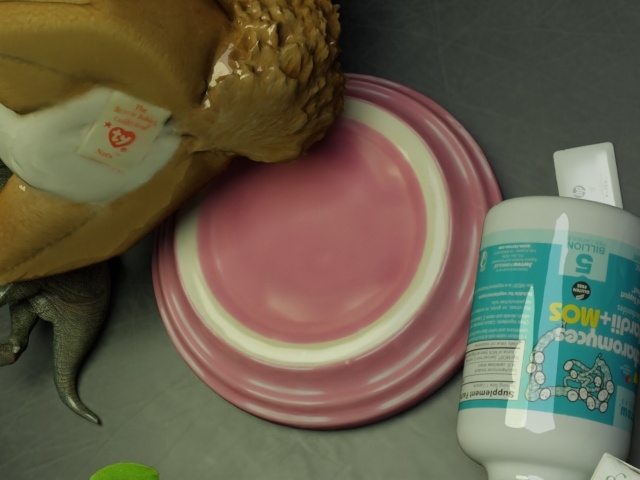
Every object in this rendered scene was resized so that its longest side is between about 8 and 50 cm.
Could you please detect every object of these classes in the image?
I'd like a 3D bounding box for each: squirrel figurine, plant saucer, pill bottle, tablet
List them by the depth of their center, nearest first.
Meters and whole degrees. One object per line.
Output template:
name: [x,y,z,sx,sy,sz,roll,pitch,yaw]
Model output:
pill bottle: [0.193,0.105,1.513,0.146,0.146,0.264,5,77,15]
squirrel figurine: [-0.169,-0.210,1.605,0.396,0.281,0.370,-12,43,-6]
tablet: [0.239,-0.044,1.617,0.054,0.006,0.083,-10,72,11]
plant saucer: [0.000,0.000,1.623,0.332,0.084,0.332,-4,74,14]

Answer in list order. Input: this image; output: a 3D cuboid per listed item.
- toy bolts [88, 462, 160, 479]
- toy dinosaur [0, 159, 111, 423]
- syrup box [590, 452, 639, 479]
toy bolts: [-0.122,0.327,1.564,0.218,0.158,0.229,2,58,-27]
toy dinosaur: [-0.262,0.014,1.659,0.160,0.121,0.313,-31,80,-24]
syrup box: [0.248,0.244,1.412,0.093,0.237,0.096,27,83,18]
